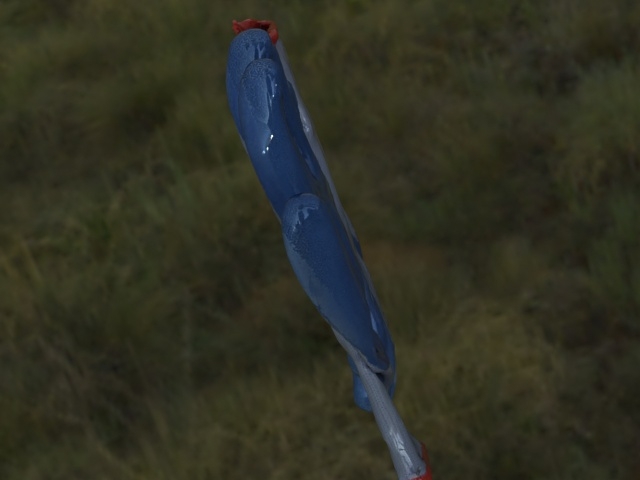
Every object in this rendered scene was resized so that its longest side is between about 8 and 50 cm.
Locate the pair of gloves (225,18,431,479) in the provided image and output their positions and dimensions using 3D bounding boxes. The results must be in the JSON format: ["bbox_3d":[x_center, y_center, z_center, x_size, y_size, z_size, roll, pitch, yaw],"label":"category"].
[{"bbox_3d":[0.000,0.000,0.576,0.023,0.159,0.198,-20,11,3],"label":"pair of gloves"}]
